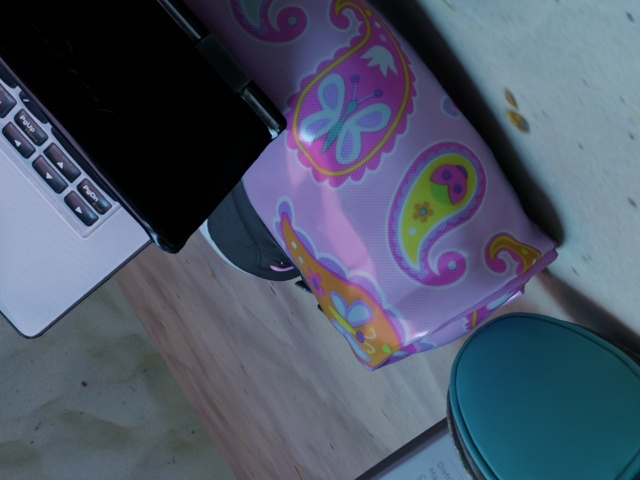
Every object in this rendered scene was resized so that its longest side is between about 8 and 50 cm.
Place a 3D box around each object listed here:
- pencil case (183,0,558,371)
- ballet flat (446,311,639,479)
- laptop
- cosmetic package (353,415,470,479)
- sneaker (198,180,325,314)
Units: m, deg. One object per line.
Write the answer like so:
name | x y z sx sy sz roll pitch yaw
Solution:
pencil case | -0.001 -0.075 0.917 0.284 0.124 0.124 56 169 5
ballet flat | 0.163 0.136 0.844 0.106 0.107 0.316 52 174 -33
laptop | -0.227 -0.114 0.798 0.382 0.236 0.408 49 136 -5
cosmetic package | 0.106 0.169 1.040 0.151 0.151 0.183 57 169 6
sneaker | 0.000 0.000 1.134 0.147 0.105 0.295 58 166 18
